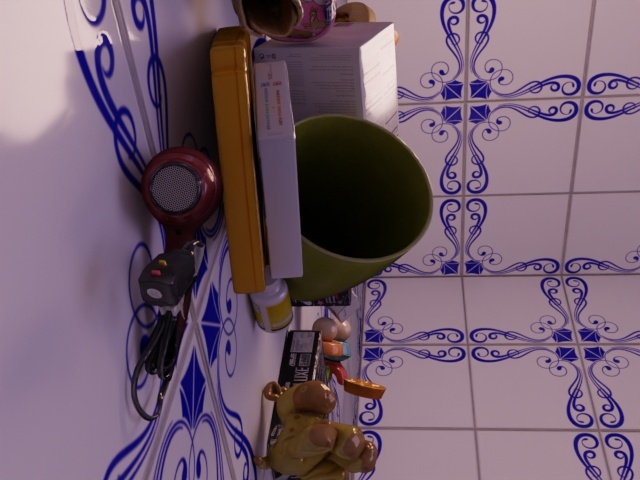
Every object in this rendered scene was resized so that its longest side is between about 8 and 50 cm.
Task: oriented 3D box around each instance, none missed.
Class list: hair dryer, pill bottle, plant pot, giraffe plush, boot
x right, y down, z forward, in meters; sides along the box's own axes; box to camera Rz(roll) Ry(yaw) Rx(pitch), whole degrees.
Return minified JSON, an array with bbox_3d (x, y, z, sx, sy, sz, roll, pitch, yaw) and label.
[{"bbox_3d":[-0.157,0.010,0.810,0.293,0.080,0.223,-80,-172,-46],"label":"hair dryer"},{"bbox_3d":[-0.083,0.096,1.314,0.116,0.065,0.065,82,10,-48],"label":"pill bottle"},{"bbox_3d":[0.009,-0.018,1.353,0.293,0.275,0.274,120,-23,-56],"label":"plant pot"},{"bbox_3d":[-0.018,0.320,1.375,0.181,0.210,0.170,48,28,-40],"label":"giraffe plush"},{"bbox_3d":[-0.077,-0.356,1.089,0.262,0.095,0.203,56,15,-70],"label":"boot"}]

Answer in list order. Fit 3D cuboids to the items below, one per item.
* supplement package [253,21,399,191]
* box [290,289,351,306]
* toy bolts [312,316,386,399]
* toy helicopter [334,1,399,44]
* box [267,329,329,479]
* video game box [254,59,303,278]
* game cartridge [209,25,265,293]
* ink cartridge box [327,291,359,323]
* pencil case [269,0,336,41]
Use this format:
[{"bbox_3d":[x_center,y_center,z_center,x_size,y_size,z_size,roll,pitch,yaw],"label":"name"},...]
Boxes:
[{"bbox_3d":[0.022,-0.252,1.470,0.198,0.199,0.262,-50,139,-54],"label":"supplement package"},{"bbox_3d":[0.000,0.000,1.692,0.247,0.142,0.163,-83,169,-45],"label":"box"},{"bbox_3d":[0.057,0.270,1.888,0.228,0.218,0.158,91,11,-87],"label":"toy bolts"},{"bbox_3d":[0.054,-0.427,1.982,0.140,0.235,0.355,23,81,-51],"label":"toy helicopter"},{"bbox_3d":[-0.036,0.372,1.614,0.307,0.077,0.242,-82,169,-52],"label":"box"},{"bbox_3d":[-0.052,-0.089,0.984,0.187,0.048,0.205,-94,-178,-52],"label":"video game box"},{"bbox_3d":[-0.101,-0.121,1.023,0.323,0.053,0.285,-108,-166,-70],"label":"game cartridge"},{"bbox_3d":[0.019,0.109,1.833,0.150,0.063,0.109,48,-7,17],"label":"ink cartridge box"},{"bbox_3d":[-0.015,-0.528,1.379,0.160,0.167,0.386,45,48,-43],"label":"pencil case"}]
